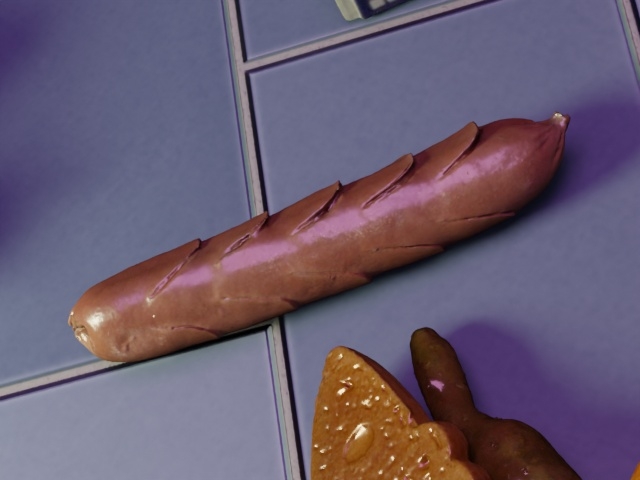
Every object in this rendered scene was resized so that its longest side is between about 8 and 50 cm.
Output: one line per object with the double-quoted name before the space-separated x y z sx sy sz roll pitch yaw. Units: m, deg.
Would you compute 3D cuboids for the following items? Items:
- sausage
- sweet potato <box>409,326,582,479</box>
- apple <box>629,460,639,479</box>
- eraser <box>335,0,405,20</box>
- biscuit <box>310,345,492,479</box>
"sausage" 0.001 0.002 1.496 0.433 0.088 0.088 -23 57 7
"sweet potato" 0.129 0.159 1.370 0.074 0.075 0.269 -38 47 -4
"apple" 0.335 0.180 1.163 0.299 0.299 0.275 3 50 21
"eraser" 0.123 -0.294 1.590 0.279 0.124 0.081 -23 57 5
"biscuit" 0.048 0.196 1.366 0.183 0.043 0.280 -39 45 26
